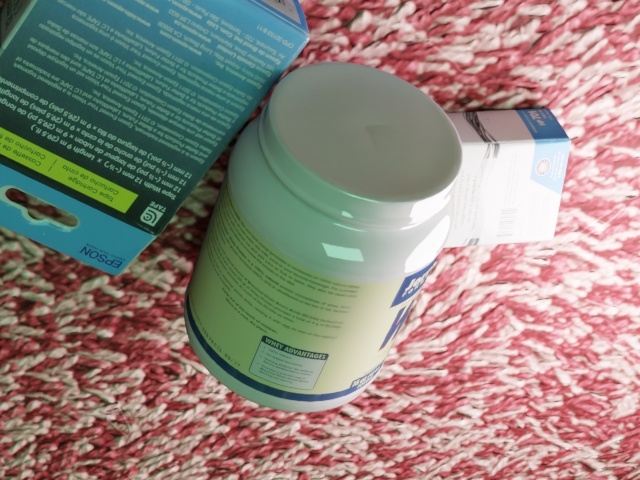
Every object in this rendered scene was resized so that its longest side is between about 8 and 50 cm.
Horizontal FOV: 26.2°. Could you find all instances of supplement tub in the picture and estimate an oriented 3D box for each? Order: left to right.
[{"bbox_3d":[0.000,0.000,1.437,0.235,0.235,0.325,6,136,-17],"label":"supplement tub"}]

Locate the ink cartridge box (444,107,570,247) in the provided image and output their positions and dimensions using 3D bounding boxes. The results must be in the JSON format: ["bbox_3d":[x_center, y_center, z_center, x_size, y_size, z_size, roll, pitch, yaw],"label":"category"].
[{"bbox_3d":[0.172,-0.070,1.556,0.191,0.082,0.139,-3,125,-10],"label":"ink cartridge box"}]

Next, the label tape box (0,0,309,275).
[{"bbox_3d":[-0.214,-0.155,1.387,0.249,0.115,0.347,27,118,-28],"label":"label tape box"}]
